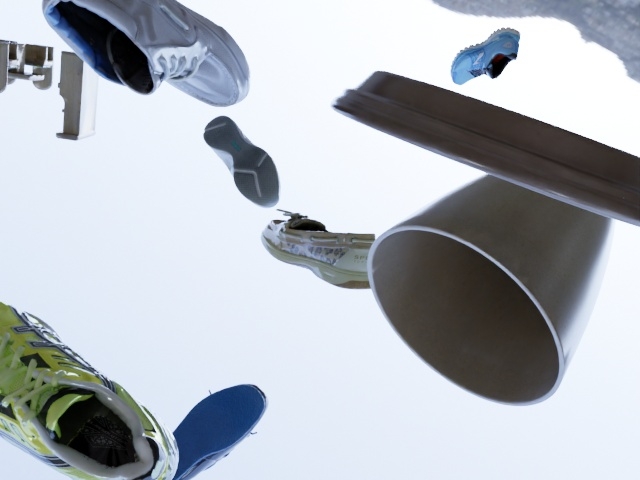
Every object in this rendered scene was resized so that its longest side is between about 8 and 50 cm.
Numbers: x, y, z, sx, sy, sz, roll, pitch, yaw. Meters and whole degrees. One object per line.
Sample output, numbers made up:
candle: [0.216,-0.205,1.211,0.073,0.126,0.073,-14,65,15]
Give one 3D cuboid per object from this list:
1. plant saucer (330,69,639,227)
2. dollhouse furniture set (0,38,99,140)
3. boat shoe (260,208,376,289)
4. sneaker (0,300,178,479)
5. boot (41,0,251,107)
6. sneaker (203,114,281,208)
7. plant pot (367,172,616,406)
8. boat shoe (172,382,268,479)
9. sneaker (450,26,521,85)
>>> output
plant saucer: [0.142,-0.069,0.505,0.277,0.041,0.278,18,-168,-4]
dollhouse furniture set: [-0.564,-0.294,1.321,0.241,0.161,0.212,8,-166,-2]
boat shoe: [0.000,0.000,1.105,0.104,0.090,0.285,-3,-164,-37]
sneaker: [-0.325,0.160,0.782,0.384,0.147,0.145,30,-116,-4]
boot: [-0.162,-0.180,0.671,0.258,0.095,0.124,35,-140,-45]
sneaker: [-0.083,-0.089,0.820,0.053,0.061,0.152,-38,-125,2]
plant pot: [0.242,0.013,0.839,0.256,0.257,0.274,40,-121,15]
boat shoe: [-0.189,0.318,1.134,0.258,0.089,0.109,-35,-108,11]
sneaker: [0.306,-0.332,1.290,0.063,0.162,0.073,13,-114,-30]
